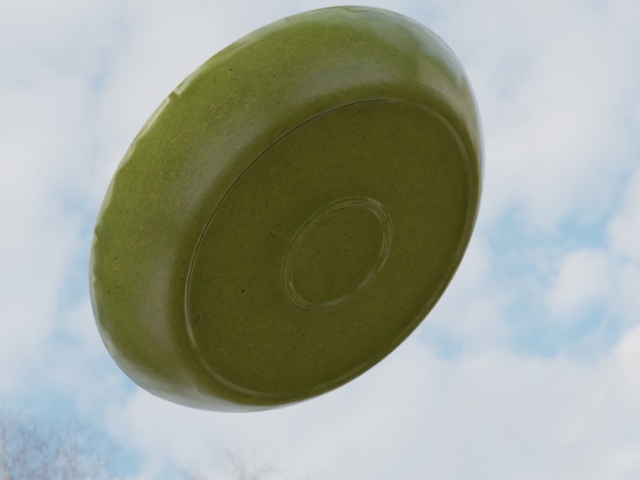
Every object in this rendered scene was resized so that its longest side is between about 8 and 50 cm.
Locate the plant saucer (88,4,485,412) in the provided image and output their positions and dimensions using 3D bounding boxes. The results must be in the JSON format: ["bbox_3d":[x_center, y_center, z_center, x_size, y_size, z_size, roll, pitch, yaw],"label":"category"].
[{"bbox_3d":[0.000,0.000,0.550,0.241,0.037,0.241,-21,-48,-26],"label":"plant saucer"}]
